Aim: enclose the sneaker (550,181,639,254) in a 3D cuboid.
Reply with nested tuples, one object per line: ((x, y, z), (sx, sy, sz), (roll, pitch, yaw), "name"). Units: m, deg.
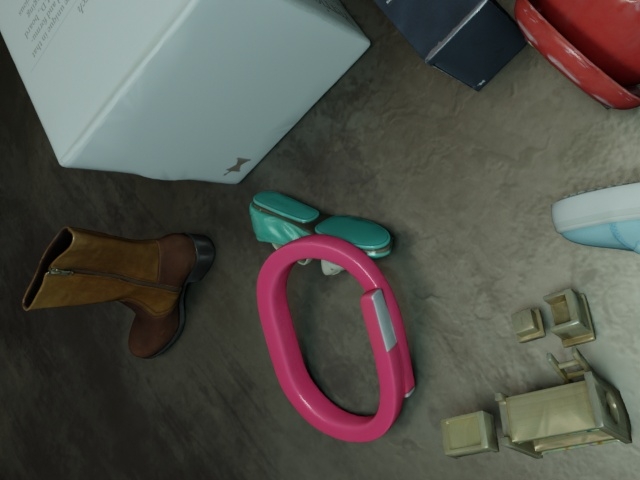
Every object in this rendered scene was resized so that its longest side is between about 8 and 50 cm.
((0.398, 0.020, 0.599), (0.365, 0.135, 0.150), (4, 89, 36), "sneaker")

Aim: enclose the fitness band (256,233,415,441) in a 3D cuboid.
((0.016, 0.134, 0.873), (0.209, 0.054, 0.291), (-2, 107, 38), "fitness band")

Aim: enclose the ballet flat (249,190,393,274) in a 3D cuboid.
((0.000, 0.000, 0.922), (0.247, 0.083, 0.087), (21, 126, 33), "ballet flat")

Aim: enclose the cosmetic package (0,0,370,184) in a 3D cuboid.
((-0.214, -0.334, 0.908), (0.327, 0.329, 0.394), (-41, 69, 27), "cosmetic package")

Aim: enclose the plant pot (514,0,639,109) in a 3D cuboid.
((0.302, -0.243, 0.637), (0.174, 0.191, 0.191), (-48, 65, 32), "plant pot")

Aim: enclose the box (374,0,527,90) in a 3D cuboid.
((0.144, -0.276, 0.762), (0.093, 0.156, 0.158), (-43, 67, 26), "box")

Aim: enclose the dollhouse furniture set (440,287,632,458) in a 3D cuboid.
((0.241, 0.164, 0.757), (0.181, 0.101, 0.161), (-23, 52, 33), "dollhouse furniture set")

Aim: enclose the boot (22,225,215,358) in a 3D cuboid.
((-0.323, 0.097, 1.013), (0.096, 0.280, 0.264), (50, 116, 24), "boot")
